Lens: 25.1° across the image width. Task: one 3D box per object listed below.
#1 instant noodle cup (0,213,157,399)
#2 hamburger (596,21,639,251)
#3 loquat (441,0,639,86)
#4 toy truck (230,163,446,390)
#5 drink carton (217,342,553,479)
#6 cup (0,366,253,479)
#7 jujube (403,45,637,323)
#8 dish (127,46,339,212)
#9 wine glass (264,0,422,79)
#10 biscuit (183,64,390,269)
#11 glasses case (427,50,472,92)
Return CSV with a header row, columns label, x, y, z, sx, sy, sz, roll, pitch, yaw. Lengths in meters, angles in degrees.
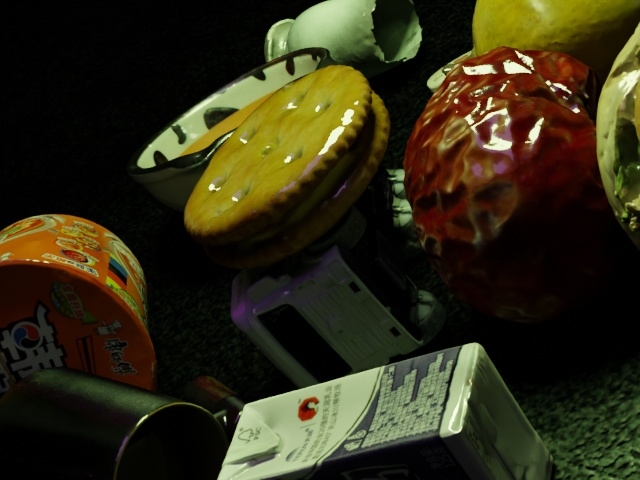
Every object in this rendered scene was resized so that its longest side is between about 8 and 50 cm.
label,x,y,z,sx,sy,sz,roll,pitch,yaw
instant noodle cup,-0.285,0.098,1.494,0.250,0.250,0.192,-29,19,10
hamburger,0.335,-0.078,1.104,0.146,0.243,0.286,-166,87,-77
loquat,0.240,-0.210,1.444,0.246,0.213,0.213,-25,29,11
toy truck,0.006,-0.003,1.416,0.178,0.176,0.363,-36,26,15
drink carton,0.048,0.179,1.106,0.222,0.134,0.102,-18,33,29
cup,-0.171,0.178,1.312,0.177,0.166,0.239,2,46,43
jujube,0.172,-0.050,1.251,0.213,0.213,0.232,-25,30,17
dish,-0.079,-0.108,1.681,0.303,0.120,0.303,-28,18,10
wine glass,0.026,-0.252,1.825,0.204,0.111,0.111,-6,39,46
biscuit,-0.033,-0.068,1.301,0.220,0.066,0.220,-33,29,21
glasses case,0.164,-0.201,1.695,0.083,0.021,0.032,-31,29,7
